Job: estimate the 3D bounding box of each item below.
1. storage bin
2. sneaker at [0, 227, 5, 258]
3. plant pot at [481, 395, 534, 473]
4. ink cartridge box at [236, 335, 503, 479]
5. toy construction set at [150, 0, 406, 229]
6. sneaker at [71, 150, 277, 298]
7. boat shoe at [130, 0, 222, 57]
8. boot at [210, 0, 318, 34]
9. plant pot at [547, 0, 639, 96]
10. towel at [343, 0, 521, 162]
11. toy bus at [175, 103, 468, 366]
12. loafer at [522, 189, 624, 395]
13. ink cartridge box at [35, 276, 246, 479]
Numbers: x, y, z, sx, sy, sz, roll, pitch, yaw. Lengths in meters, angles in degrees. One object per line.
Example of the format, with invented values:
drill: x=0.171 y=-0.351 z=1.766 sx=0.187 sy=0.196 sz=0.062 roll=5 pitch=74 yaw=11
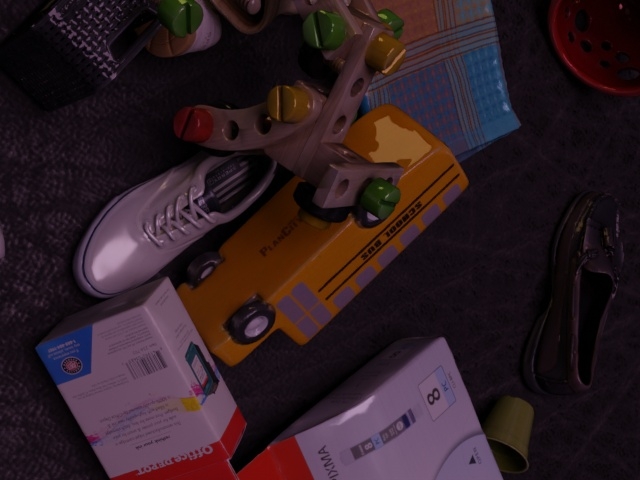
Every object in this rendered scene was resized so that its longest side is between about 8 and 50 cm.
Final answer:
storage bin: x=-0.235 y=-0.205 z=1.037 sx=0.084 sy=0.180 sz=0.122 roll=47 pitch=66 yaw=-21
sneaker: x=-0.455 y=-0.047 z=0.923 sx=0.366 sy=0.135 sz=0.150 roll=5 pitch=91 yaw=-32
plant pot: x=0.244 y=0.249 z=1.388 sx=0.083 sy=0.083 sz=0.079 roll=44 pitch=54 yaw=-23
ink cartridge box: x=0.063 y=0.333 z=1.222 sx=0.385 sy=0.091 sz=0.308 roll=-34 pitch=107 yaw=-41
toy construction set: x=-0.006 y=-0.151 z=0.987 sx=0.257 sy=0.237 sz=0.309 roll=-46 pitch=153 yaw=-1
sneaker: x=-0.154 y=-0.034 z=1.135 sx=0.258 sy=0.091 sz=0.094 roll=-44 pitch=110 yaw=-25
boat shoe: x=-0.183 y=-0.328 z=1.134 sx=0.096 sy=0.098 sz=0.277 roll=-21 pitch=92 yaw=-58
boot: x=-0.083 y=-0.358 z=1.137 sx=0.203 sy=0.095 sz=0.262 roll=-47 pitch=123 yaw=-61
plant pot: x=0.432 y=-0.321 z=1.455 sx=0.174 sy=0.191 sz=0.191 roll=-49 pitch=112 yaw=-32
towel: x=0.126 y=-0.265 z=1.295 sx=0.271 sy=0.040 sz=0.370 roll=-29 pitch=112 yaw=-39
toy bus: x=0.000 y=0.000 z=1.168 sx=0.333 sy=0.108 sz=0.130 roll=-44 pitch=143 yaw=-2
loafer: x=0.369 y=0.072 z=1.452 sx=0.109 sy=0.095 sz=0.302 roll=27 pitch=75 yaw=-28
ink cartridge box: x=-0.170 y=0.170 z=1.089 sx=0.231 sy=0.134 sz=0.078 roll=64 pitch=18 yaw=-14
